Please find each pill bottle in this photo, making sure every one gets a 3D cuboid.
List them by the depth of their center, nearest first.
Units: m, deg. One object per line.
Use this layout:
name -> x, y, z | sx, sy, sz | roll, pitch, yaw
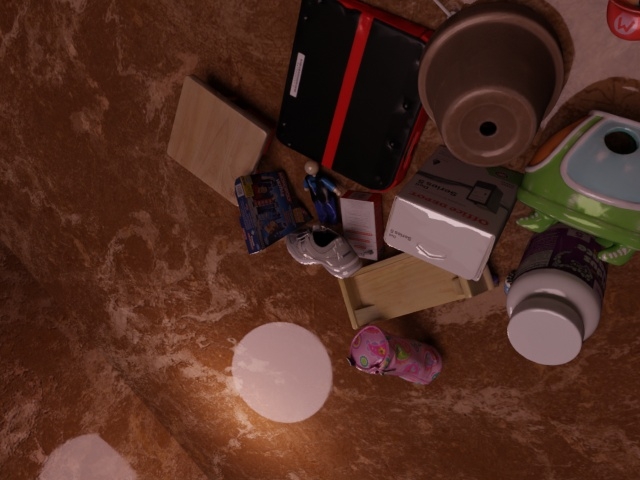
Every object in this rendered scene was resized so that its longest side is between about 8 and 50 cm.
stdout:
pill bottle -> 0.464, 0.101, 1.070 | 0.169, 0.301, 0.169 | 16, 127, 23

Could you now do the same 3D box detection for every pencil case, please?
pencil case -> 0.197, 0.302, 1.402 | 0.124, 0.124, 0.284 | -14, 154, 38

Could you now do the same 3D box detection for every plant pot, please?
plant pot -> 0.294, -0.253, 0.956 | 0.263, 0.229, 0.263 | 9, 131, 11

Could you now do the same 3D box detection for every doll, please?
doll -> 0.005, -0.118, 1.389 | 0.129, 0.046, 0.189 | 7, 124, 45

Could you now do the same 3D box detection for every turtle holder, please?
turtle holder -> 0.520, -0.089, 0.948 | 0.320, 0.243, 0.227 | 34, 113, 42

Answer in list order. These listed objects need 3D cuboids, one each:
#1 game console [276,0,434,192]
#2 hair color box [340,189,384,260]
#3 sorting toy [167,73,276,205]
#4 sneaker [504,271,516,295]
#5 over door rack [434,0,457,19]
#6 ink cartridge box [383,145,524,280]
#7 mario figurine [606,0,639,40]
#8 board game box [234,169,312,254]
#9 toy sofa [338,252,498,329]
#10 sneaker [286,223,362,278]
game console -> 0.075, -0.320, 1.218 | 0.342, 0.060, 0.386 | 31, 131, 17
hair color box -> 0.107, -0.038, 1.376 | 0.093, 0.053, 0.167 | 10, 123, 27
sorting toy -> -0.256, -0.268, 1.431 | 0.255, 0.089, 0.257 | 37, 132, 7
sneaker -> 0.497, 0.131, 1.246 | 0.162, 0.063, 0.073 | 29, 148, 19
over door rack -> 0.212, -0.549, 0.937 | 0.324, 0.108, 0.239 | 43, 133, 1
ink cartridge box -> 0.276, -0.066, 1.100 | 0.198, 0.273, 0.114 | 24, 129, 17
mario figurine -> 0.510, -0.442, 0.764 | 0.170, 0.198, 0.320 | 16, 124, -3
board game box -> -0.121, -0.080, 1.426 | 0.060, 0.194, 0.194 | -17, 88, 47
toy sofa -> 0.237, 0.098, 1.340 | 0.363, 0.177, 0.150 | -24, 80, 41
sneaker -> 0.000, 0.000, 1.396 | 0.281, 0.105, 0.115 | 18, 136, 51
